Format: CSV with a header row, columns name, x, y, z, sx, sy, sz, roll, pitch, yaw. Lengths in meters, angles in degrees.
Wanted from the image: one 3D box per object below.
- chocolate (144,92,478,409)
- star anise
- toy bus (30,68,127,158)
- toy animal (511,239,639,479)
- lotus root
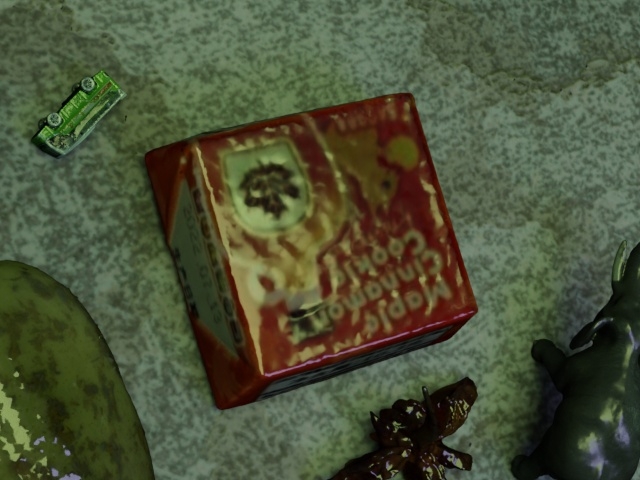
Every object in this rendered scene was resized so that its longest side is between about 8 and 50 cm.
name,x,y,z,sx,sy,sz,roll,pitch,yaw
chocolate,0.000,0.000,1.017,0.238,0.108,0.234,-14,86,-23
star anise,0.098,0.173,1.003,0.141,0.144,0.158,23,71,-23
toy bus,-0.204,-0.105,1.004,0.037,0.031,0.083,46,68,-17
toy animal,0.250,0.112,1.072,0.082,0.137,0.269,20,81,-13
lotus root,-0.216,0.155,0.889,0.173,0.173,0.309,-30,98,-23
